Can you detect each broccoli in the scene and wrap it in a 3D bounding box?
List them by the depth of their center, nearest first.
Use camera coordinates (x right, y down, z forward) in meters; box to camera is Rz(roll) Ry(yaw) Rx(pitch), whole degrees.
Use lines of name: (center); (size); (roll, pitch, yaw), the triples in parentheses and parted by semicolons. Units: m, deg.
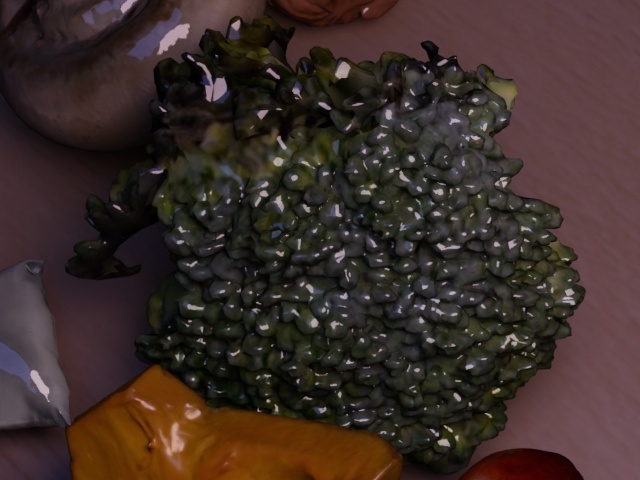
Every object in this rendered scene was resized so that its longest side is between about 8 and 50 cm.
broccoli: (-0.001, 0.010, 1.245); (0.324, 0.272, 0.334); (-18, 113, -13)

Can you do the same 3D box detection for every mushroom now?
mushroom: (-0.149, -0.175, 1.364); (0.226, 0.178, 0.226); (-14, 47, 16)

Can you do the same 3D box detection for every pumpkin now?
pumpkin: (-0.093, 0.217, 1.217); (0.290, 0.095, 0.258); (12, 106, 18)

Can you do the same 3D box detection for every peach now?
peach: (0.136, 0.188, 1.260); (0.101, 0.101, 0.101); (-2, 69, 5)

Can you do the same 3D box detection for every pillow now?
pillow: (-0.312, 0.102, 1.341); (0.254, 0.078, 0.144); (-13, 69, 0)

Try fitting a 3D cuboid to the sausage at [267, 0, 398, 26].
sausage: (-0.003, -0.313, 1.446); (0.121, 0.121, 0.304); (-9, 71, 2)
